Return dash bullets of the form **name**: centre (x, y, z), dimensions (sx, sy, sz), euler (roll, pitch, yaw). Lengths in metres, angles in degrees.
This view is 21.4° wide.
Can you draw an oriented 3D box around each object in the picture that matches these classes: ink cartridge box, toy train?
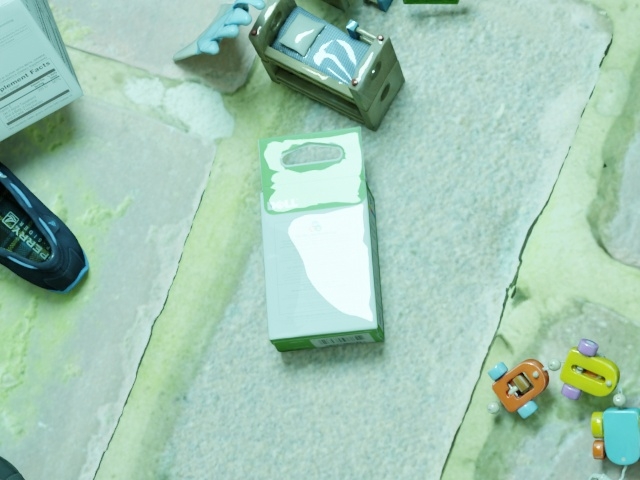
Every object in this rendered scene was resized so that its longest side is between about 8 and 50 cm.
- **ink cartridge box**: centre (0.000, 0.000, 1.686), dimensions (0.109, 0.062, 0.209), euler (-7, 74, 8)
- **toy train**: centre (0.245, 0.162, 1.613), dimensions (0.125, 0.046, 0.166), euler (-45, 81, 22)

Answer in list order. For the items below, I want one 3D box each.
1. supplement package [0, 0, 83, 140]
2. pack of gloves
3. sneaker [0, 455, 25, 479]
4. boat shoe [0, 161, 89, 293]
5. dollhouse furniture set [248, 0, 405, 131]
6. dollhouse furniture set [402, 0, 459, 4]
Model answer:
- **supplement package**: centre (-0.407, -0.190, 1.729), dimensions (0.261, 0.145, 0.204), euler (-28, 45, 1)
- **pack of gloves**: centre (-0.073, -0.264, 1.689), dimensions (0.195, 0.232, 0.046), euler (-46, 104, -7)
- **sneaker**: centre (-0.285, 0.278, 1.663), dimensions (0.222, 0.118, 0.083), euler (38, 105, 44)
- **boat shoe**: centre (-0.345, -0.047, 1.745), dimensions (0.258, 0.089, 0.109), euler (28, 81, 16)
- **dollhouse furniture set**: centre (0.036, -0.235, 1.708), dimensions (0.129, 0.129, 0.184), euler (28, 81, 15)
- **dollhouse furniture set**: centre (0.113, -0.316, 1.739), dimensions (0.058, 0.076, 0.152), euler (2, 73, -6)
